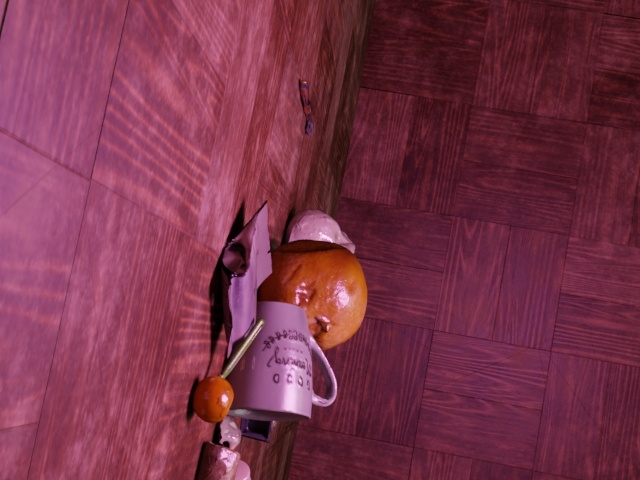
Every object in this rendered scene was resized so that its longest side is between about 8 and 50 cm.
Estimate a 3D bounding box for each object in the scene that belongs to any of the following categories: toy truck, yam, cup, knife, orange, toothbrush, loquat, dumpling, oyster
[{"bbox_3d":[-0.146,0.403,2.229,0.092,0.083,0.192,-34,135,-75],"label":"toy truck"},{"bbox_3d":[-0.229,0.571,1.733,0.081,0.081,0.357,84,18,-71],"label":"yam"},{"bbox_3d":[-0.074,0.265,1.918,0.186,0.258,0.234,-21,-122,53],"label":"cup"},{"bbox_3d":[-0.166,0.235,1.705,0.212,0.015,0.054,-55,162,-22],"label":"knife"},{"bbox_3d":[-0.193,0.282,1.602,0.083,0.070,0.083,-161,-90,-87],"label":"orange"},{"bbox_3d":[-0.035,-0.346,2.340,0.321,0.023,0.031,82,15,-73],"label":"toothbrush"},{"bbox_3d":[-0.025,0.130,2.120,0.284,0.275,0.276,-128,-135,-69],"label":"loquat"},{"bbox_3d":[0.000,0.000,2.430,0.258,0.193,0.147,-75,177,-65],"label":"dumpling"},{"bbox_3d":[-0.198,0.425,1.932,0.146,0.045,0.122,7,96,-77],"label":"oyster"}]

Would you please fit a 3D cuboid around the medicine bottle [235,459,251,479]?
[{"bbox_3d":[-0.189,0.579,1.939,0.114,0.114,0.252,-72,171,-55],"label":"medicine bottle"}]

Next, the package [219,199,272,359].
[{"bbox_3d":[-0.146,0.071,1.722,0.251,0.062,0.204,-69,168,-47],"label":"package"}]
